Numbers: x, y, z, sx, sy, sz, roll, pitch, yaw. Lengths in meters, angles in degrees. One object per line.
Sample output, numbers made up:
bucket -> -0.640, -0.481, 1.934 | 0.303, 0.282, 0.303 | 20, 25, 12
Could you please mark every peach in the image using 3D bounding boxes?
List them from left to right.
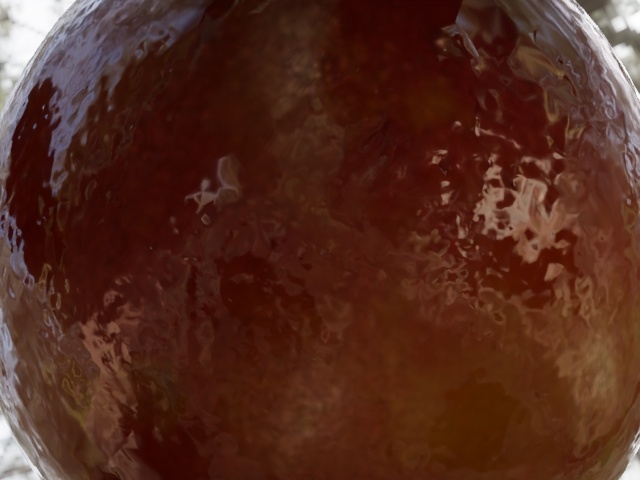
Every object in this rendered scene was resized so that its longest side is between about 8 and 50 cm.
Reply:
peach -> 0.000, 0.000, 0.836 | 0.388, 0.388, 0.388 | -16, -26, -8
